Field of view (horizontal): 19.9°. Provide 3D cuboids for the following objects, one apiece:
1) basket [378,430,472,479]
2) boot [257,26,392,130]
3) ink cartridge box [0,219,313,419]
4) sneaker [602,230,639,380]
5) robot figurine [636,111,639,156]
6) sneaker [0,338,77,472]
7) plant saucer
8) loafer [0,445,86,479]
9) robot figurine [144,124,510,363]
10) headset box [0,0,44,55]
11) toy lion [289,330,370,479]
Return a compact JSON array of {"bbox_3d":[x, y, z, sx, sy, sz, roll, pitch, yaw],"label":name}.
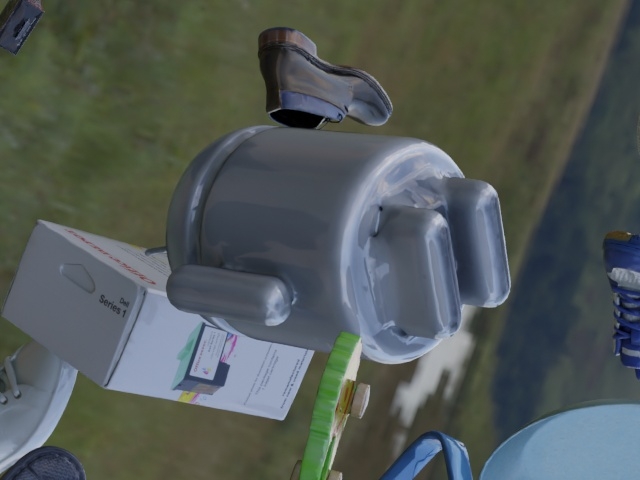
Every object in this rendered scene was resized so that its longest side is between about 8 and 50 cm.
[{"bbox_3d":[0.053,0.321,1.430,0.255,0.201,0.289,-51,-152,27],"label":"basket"},{"bbox_3d":[0.004,-0.159,2.173,0.219,0.082,0.106,28,52,-39],"label":"boot"},{"bbox_3d":[-0.171,0.088,1.968,0.278,0.201,0.117,17,99,-48],"label":"ink cartridge box"},{"bbox_3d":[0.411,0.092,2.262,0.131,0.111,0.296,-64,145,-14],"label":"sneaker"},{"bbox_3d":[0.501,-0.120,2.079,0.173,0.278,0.209,-56,151,-49],"label":"robot figurine"},{"bbox_3d":[-0.390,0.201,2.056,0.123,0.106,0.290,27,116,-40],"label":"sneaker"},{"bbox_3d":[0.212,0.168,1.358,0.195,0.194,0.037,98,-5,-46],"label":"plant saucer"},{"bbox_3d":[-0.326,0.343,1.801,0.095,0.109,0.303,-9,-122,65],"label":"loafer"},{"bbox_3d":[0.000,0.000,1.655,0.300,0.353,0.200,-24,114,-43],"label":"robot figurine"},{"bbox_3d":[-0.346,-0.252,2.091,0.062,0.032,0.083,-55,-158,11],"label":"headset box"},{"bbox_3d":[0.006,0.111,1.167,0.096,0.034,0.100,83,23,-69],"label":"toy lion"}]
